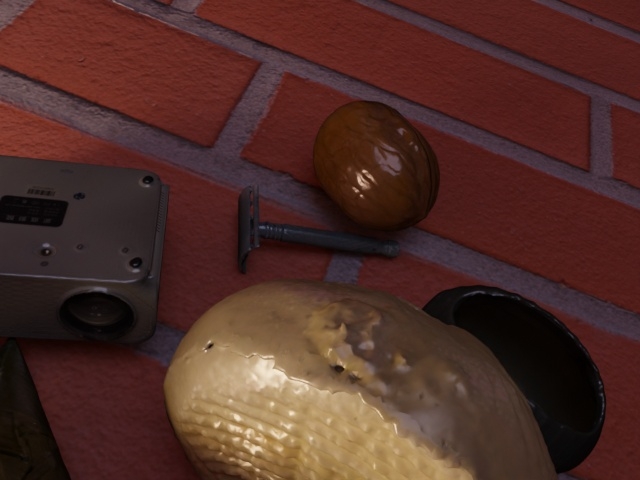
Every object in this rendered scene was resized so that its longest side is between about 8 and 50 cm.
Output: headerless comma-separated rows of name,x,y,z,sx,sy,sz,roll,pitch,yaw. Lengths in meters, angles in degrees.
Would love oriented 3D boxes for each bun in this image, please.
bun,0.045,0.169,0.575,0.364,0.364,0.202,32,48,7

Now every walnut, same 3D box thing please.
walnut,0.080,-0.104,0.890,0.167,0.167,0.207,-24,63,-30

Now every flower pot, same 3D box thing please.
flower pot,0.212,0.162,0.737,0.243,0.157,0.189,42,52,16

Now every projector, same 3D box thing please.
projector,-0.303,0.004,0.701,0.251,0.108,0.198,6,41,-14

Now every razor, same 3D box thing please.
razor,0.000,0.000,0.861,0.232,0.068,0.106,10,53,-19

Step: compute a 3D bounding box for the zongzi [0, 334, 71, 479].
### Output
zongzi,-0.358,0.283,0.491,0.356,0.174,0.393,-29,46,-19
